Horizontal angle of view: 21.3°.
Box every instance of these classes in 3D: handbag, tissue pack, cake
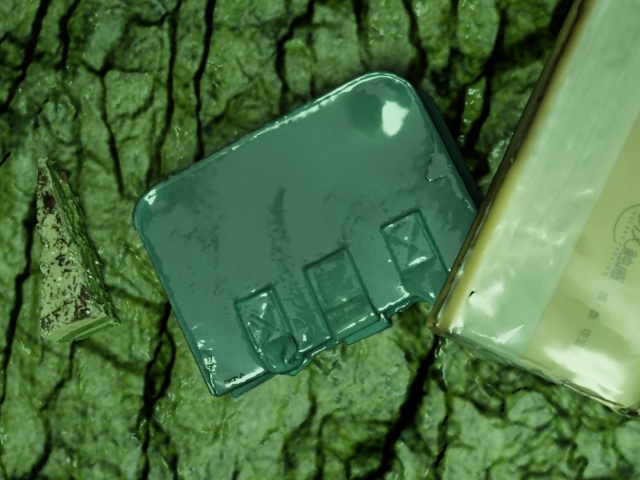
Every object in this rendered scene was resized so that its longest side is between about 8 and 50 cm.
[{"bbox_3d":[0.000,0.000,1.204,0.229,0.062,0.179,-29,76,12],"label":"handbag"},{"bbox_3d":[0.234,-0.033,1.052,0.239,0.238,0.305,24,88,20],"label":"tissue pack"},{"bbox_3d":[-0.182,0.005,1.266,0.055,0.051,0.140,-7,81,18],"label":"cake"}]
